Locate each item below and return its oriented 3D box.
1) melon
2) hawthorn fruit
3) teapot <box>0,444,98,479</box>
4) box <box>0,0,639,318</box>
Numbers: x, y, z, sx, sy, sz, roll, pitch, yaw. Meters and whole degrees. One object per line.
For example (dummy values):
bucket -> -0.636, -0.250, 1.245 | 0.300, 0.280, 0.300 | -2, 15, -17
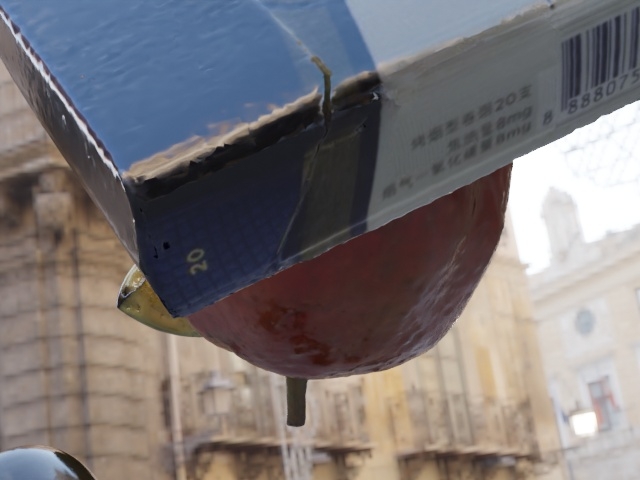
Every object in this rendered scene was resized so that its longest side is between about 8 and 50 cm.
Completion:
melon -> -0.136, 0.040, 1.352 | 0.128, 0.079, 0.160 | 44, -55, -10
hawthorn fruit -> 0.000, 0.000, 0.979 | 0.287, 0.330, 0.287 | 7, 21, -3
teapot -> -0.115, 0.139, 0.542 | 0.121, 0.076, 0.068 | 34, -2, -38
box -> 0.016, -0.088, 0.484 | 0.259, 0.168, 0.071 | -25, -44, -17
